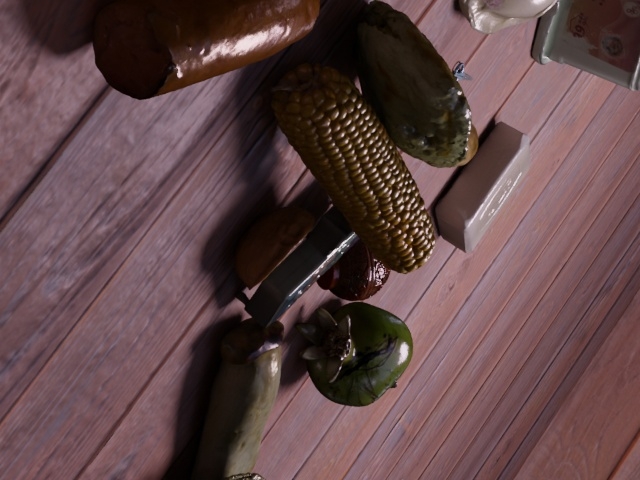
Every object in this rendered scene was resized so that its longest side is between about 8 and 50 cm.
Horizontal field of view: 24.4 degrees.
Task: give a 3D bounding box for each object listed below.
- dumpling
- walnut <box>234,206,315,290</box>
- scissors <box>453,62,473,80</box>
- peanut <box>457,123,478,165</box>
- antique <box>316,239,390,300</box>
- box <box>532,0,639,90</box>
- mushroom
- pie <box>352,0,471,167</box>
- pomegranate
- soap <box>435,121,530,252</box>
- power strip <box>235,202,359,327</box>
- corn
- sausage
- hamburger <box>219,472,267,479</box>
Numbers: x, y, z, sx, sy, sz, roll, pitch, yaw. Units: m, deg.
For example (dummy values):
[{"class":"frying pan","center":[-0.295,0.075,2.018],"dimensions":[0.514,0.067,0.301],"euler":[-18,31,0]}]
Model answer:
[{"class":"dumpling","center":[0.261,-0.325,1.947],"dimensions":[0.169,0.100,0.134],"euler":[-39,154,-40]},{"class":"walnut","center":[-0.060,-0.001,1.718],"dimensions":[0.121,0.052,0.091],"euler":[-51,-168,-24]},{"class":"scissors","center":[0.199,-0.228,2.062],"dimensions":[0.036,0.006,0.083],"euler":[-61,159,11]},{"class":"peanut","center":[0.160,-0.152,1.980],"dimensions":[0.089,0.089,0.193],"euler":[-55,154,-10]},{"class":"antique","center":[0.046,0.030,1.938],"dimensions":[0.104,0.104,0.104],"euler":[-47,155,-29]},{"class":"box","center":[0.453,-0.376,2.186],"dimensions":[0.175,0.182,0.312],"euler":[-43,153,-36]},{"class":"mushroom","center":[-0.104,0.223,1.889],"dimensions":[0.100,0.081,0.312],"euler":[-29,146,-42]},{"class":"pie","center":[0.094,-0.173,1.678],"dimensions":[0.090,0.201,0.248],"euler":[-31,167,-5]},{"class":"pomegranate","center":[0.044,0.152,2.059],"dimensions":[0.152,0.131,0.191],"euler":[-54,151,-4]},{"class":"soap","center":[0.253,-0.082,2.295],"dimensions":[0.183,0.064,0.121],"euler":[-54,160,-12]},{"class":"power strip","center":[0.000,0.000,1.795],"dimensions":[0.216,0.061,0.145],"euler":[-45,176,-34]},{"class":"corn","center":[0.042,-0.088,1.657],"dimensions":[0.101,0.101,0.310],"euler":[-52,129,-17]},{"class":"sausage","center":[-0.088,-0.204,1.338],"dimensions":[0.270,0.109,0.109],"euler":[-32,146,-52]},{"class":"hamburger","center":[-0.157,0.427,1.892],"dimensions":[0.285,0.134,0.265],"euler":[-36,153,0]}]
